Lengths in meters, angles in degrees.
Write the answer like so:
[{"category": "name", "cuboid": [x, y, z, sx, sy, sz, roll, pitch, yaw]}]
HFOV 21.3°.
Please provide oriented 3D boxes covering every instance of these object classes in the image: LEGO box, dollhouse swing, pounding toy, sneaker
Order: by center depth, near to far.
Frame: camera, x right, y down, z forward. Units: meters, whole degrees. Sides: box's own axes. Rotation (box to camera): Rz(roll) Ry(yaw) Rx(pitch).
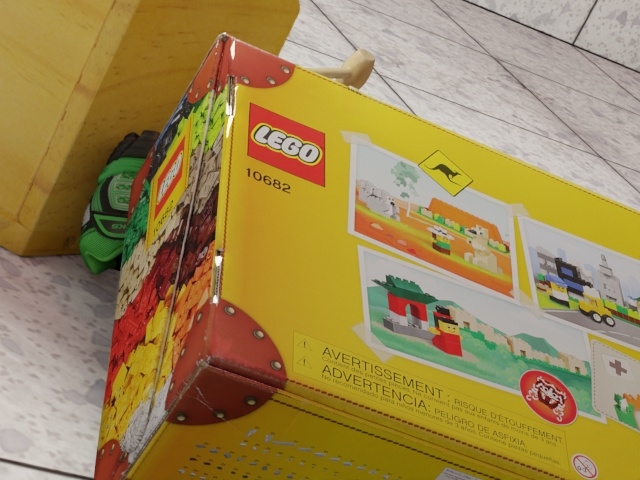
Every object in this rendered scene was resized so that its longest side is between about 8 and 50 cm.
[{"category": "LEGO box", "cuboid": [0.098, 0.099, 1.345, 0.500, 0.193, 0.372, 22, 38, -18]}, {"category": "sneaker", "cuboid": [-0.073, 0.057, 1.545, 0.343, 0.146, 0.134, 34, -28, -12]}, {"category": "dollhouse swing", "cuboid": [-0.257, -0.210, 1.617, 0.305, 0.347, 0.315, 36, 20, 27]}, {"category": "pounding toy", "cuboid": [0.003, -0.114, 2.078, 0.155, 0.154, 0.269, 25, 37, -8]}]
